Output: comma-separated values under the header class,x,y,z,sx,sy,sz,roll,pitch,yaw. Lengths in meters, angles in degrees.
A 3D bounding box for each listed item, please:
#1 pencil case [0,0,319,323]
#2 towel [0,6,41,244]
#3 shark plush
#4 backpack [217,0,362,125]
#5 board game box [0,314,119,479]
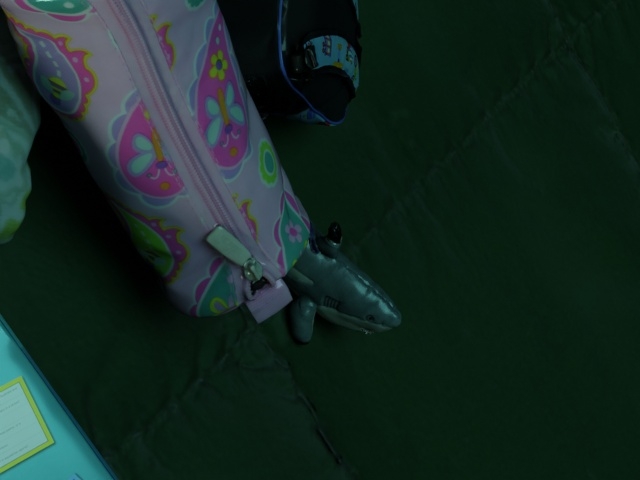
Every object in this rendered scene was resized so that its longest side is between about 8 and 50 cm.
class,x,y,z,sx,sy,sz,roll,pitch,yaw
pencil case,-0.096,-0.077,0.857,0.124,0.124,0.284,-55,138,-35
towel,-0.302,-0.206,0.793,0.321,0.090,0.374,14,71,-38
shark plush,0.000,0.000,1.019,0.073,0.067,0.161,-31,100,-41
backpack,-0.036,-0.160,0.995,0.173,0.117,0.158,31,57,-69
board game box,-0.236,0.171,0.728,0.254,0.079,0.336,-38,106,-24
